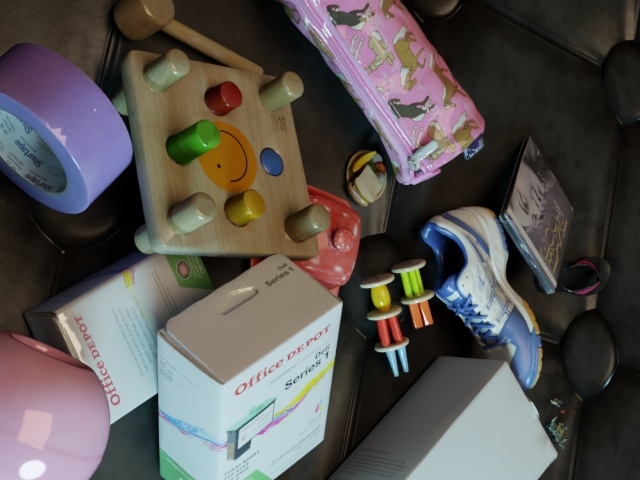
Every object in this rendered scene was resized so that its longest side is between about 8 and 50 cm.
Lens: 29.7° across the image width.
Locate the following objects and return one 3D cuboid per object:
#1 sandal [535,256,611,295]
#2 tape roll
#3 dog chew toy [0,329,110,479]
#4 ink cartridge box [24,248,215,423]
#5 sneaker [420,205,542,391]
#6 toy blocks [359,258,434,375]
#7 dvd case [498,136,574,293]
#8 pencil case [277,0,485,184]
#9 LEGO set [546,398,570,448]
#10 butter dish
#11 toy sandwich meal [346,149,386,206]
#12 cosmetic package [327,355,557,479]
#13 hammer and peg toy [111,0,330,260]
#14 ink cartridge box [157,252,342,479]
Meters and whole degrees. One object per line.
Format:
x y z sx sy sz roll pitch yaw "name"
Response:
0.437 0.063 2.043 0.179 0.040 0.067 -3 90 -38 "sandal"
-0.310 -0.125 1.369 0.080 0.189 0.189 -50 117 -28 "tape roll"
-0.367 0.269 1.309 0.207 0.207 0.331 28 86 -34 "dog chew toy"
-0.231 0.108 1.482 0.212 0.093 0.154 -33 108 -37 "ink cartridge box"
0.232 0.095 1.823 0.131 0.112 0.296 -7 71 -37 "sneaker"
0.124 0.115 1.786 0.123 0.054 0.148 -22 103 -39 "toy blocks"
0.353 -0.044 1.946 0.164 0.018 0.221 55 37 -24 "dvd case"
0.078 -0.262 1.703 0.160 0.167 0.386 -38 113 -4 "pencil case"
0.394 0.306 2.015 0.054 0.023 0.083 31 57 -35 "LEGO set"
0.000 0.000 1.653 0.160 0.118 0.160 19 77 -35 "butter dish"
0.071 -0.093 1.769 0.086 0.029 0.085 2 87 -38 "toy sandwich meal"
0.159 0.355 1.740 0.365 0.155 0.197 -43 114 -32 "cosmetic package"
-0.124 -0.151 1.502 0.266 0.127 0.361 5 67 -43 "hammer and peg toy"
-0.090 0.183 1.487 0.201 0.117 0.278 -33 146 -34 "ink cartridge box"
